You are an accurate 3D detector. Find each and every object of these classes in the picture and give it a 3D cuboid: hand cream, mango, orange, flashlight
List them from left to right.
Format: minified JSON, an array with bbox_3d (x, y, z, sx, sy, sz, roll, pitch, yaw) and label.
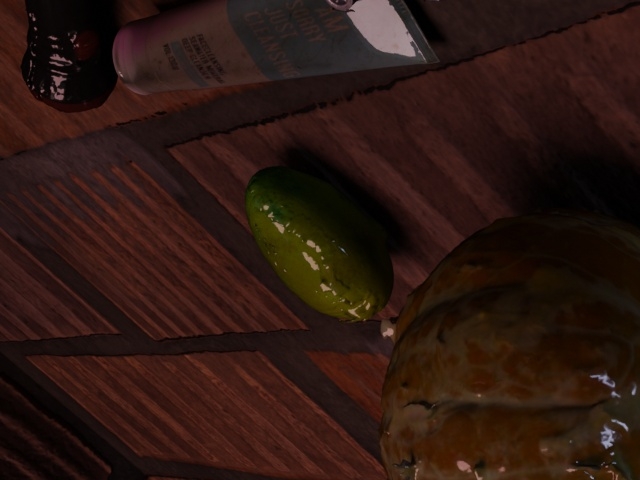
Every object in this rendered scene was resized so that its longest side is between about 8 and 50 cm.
[{"bbox_3d":[-0.226,-0.208,1.292,0.093,0.093,0.232,29,152,11],"label":"flashlight"},{"bbox_3d":[-0.047,-0.163,1.176,0.312,0.070,0.111,-3,128,47],"label":"hand cream"},{"bbox_3d":[0.000,-0.001,1.367,0.178,0.100,0.119,47,160,-16],"label":"mango"},{"bbox_3d":[0.182,0.136,1.124,0.249,0.329,0.329,-1,141,25],"label":"orange"}]

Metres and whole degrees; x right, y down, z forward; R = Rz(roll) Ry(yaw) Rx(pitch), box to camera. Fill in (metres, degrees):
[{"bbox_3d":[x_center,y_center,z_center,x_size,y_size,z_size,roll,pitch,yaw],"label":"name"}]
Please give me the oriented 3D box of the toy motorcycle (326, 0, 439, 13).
[{"bbox_3d":[0.011,-0.225,0.989,0.205,0.076,0.114,18,140,29],"label":"toy motorcycle"}]
